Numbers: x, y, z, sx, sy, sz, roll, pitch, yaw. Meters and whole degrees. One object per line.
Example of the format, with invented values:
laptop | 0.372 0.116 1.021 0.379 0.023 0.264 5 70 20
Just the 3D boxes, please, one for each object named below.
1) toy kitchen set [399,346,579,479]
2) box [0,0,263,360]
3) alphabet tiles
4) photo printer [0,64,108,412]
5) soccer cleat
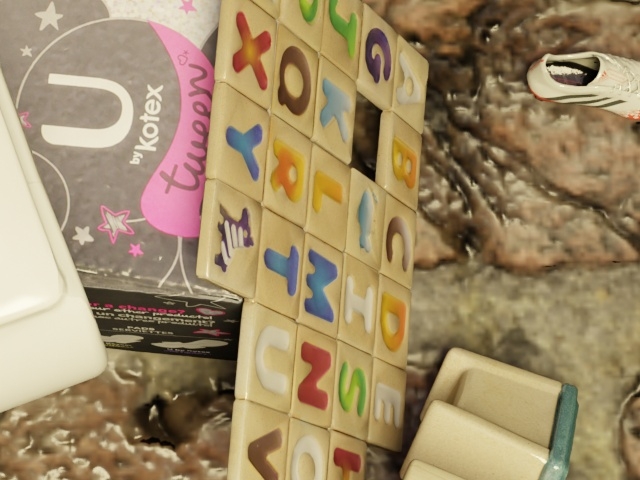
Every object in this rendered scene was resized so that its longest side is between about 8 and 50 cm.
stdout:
toy kitchen set | 0.067 0.183 0.762 0.122 0.166 0.207 23 113 4
box | -0.098 -0.084 0.775 0.163 0.142 0.247 6 77 -1
alphabet tiles | 0.000 0.000 0.741 0.009 0.198 0.237 -2 75 25
photo printer | -0.261 -0.016 0.617 0.307 0.107 0.256 -19 70 -7
soccer cleat | 0.143 -0.078 0.839 0.083 0.035 0.029 7 76 -1
